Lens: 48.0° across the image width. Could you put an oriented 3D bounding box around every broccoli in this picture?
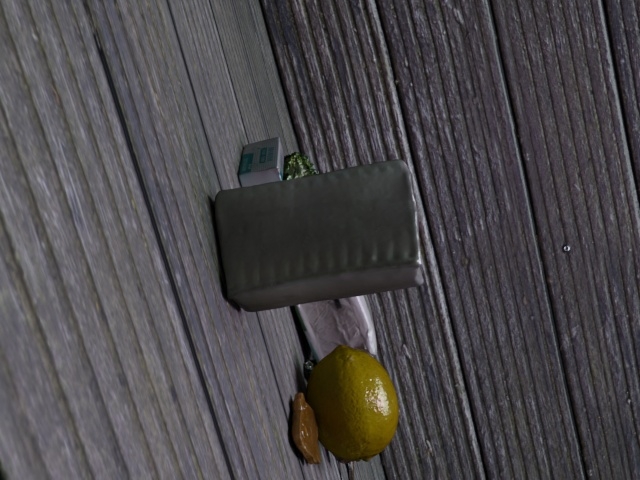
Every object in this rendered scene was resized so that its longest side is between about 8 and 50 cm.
[{"bbox_3d":[-0.088,-0.131,1.923,0.194,0.194,0.219,-25,124,-85],"label":"broccoli"}]

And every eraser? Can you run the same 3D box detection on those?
[{"bbox_3d":[-0.137,-0.183,1.712,0.225,0.096,0.052,-94,170,-64],"label":"eraser"}]

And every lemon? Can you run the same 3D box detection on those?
[{"bbox_3d":[0.077,0.402,1.764,0.263,0.236,0.236,50,2,7],"label":"lemon"}]

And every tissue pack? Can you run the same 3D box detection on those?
[{"bbox_3d":[0.039,0.193,2.078,0.356,0.194,0.266,-85,154,-79],"label":"tissue pack"}]

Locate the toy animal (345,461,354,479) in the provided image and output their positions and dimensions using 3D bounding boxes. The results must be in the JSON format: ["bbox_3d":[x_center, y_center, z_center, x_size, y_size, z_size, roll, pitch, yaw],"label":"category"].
[{"bbox_3d":[0.086,0.636,2.149,0.230,0.066,0.224,-18,90,-79],"label":"toy animal"}]

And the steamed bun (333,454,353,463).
[{"bbox_3d":[0.073,0.505,1.927,0.175,0.145,0.106,69,19,7],"label":"steamed bun"}]

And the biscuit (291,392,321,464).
[{"bbox_3d":[-0.034,0.416,1.571,0.250,0.035,0.162,53,18,-80],"label":"biscuit"}]

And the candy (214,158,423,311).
[{"bbox_3d":[0.000,-0.001,1.270,0.145,0.359,0.208,66,15,-66],"label":"candy"}]

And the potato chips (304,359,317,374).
[{"bbox_3d":[-0.017,0.370,1.966,0.207,0.028,0.092,72,5,-56],"label":"potato chips"}]
